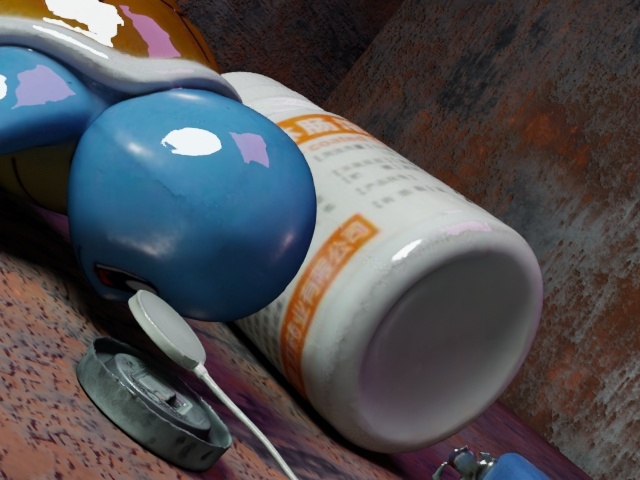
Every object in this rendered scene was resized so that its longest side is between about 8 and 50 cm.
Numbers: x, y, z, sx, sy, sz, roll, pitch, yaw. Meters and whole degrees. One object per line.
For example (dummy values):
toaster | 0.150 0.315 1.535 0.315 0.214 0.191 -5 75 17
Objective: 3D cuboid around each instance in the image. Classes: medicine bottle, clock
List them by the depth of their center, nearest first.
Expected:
clock | -0.079 0.078 0.488 0.085 0.017 0.085 38 2 -1
medicine bottle | 0.000 0.000 0.895 0.211 0.211 0.371 36 3 -43

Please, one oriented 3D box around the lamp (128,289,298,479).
lamp | -0.019 0.086 0.488 0.198 0.056 0.050 47 5 19

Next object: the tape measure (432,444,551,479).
tape measure | 0.182 0.236 0.527 0.215 0.098 0.351 37 5 -10

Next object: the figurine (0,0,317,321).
figurine | -0.173 -0.101 0.669 0.416 0.243 0.298 62 3 25
